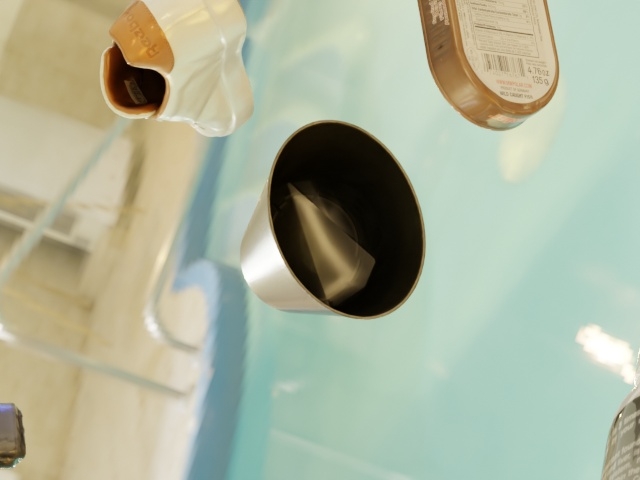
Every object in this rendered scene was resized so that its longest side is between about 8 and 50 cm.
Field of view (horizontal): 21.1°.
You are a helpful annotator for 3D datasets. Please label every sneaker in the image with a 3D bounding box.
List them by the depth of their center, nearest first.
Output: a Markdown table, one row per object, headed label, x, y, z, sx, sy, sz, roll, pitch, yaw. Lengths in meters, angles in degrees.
| label | x | y | z | sx | sy | sz | roll | pitch | yaw |
| --- | --- | --- | --- | --- | --- | --- | --- | --- | --- |
| sneaker | -0.131 | -0.144 | 1.450 | 0.123 | 0.106 | 0.290 | -33 | -14 | -9 |

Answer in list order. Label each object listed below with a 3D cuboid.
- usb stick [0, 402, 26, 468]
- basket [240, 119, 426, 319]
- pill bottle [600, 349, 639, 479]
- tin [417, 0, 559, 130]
| label | x | y | z | sx | sy | sz | roll | pitch | yaw |
| --- | --- | --- | --- | --- | --- | --- | --- | --- | --- |
| usb stick | -0.441 | 0.197 | 1.758 | 0.045 | 0.278 | 0.077 | 117 | 150 | -49 |
| basket | 0.000 | 0.000 | 1.797 | 0.227 | 0.154 | 0.204 | 141 | 110 | -73 |
| pill bottle | 0.246 | 0.175 | 1.039 | 0.161 | 0.161 | 0.283 | -51 | 16 | 48 |
| tin | 0.124 | -0.175 | 1.287 | 0.040 | 0.106 | 0.190 | -28 | 65 | 47 |
